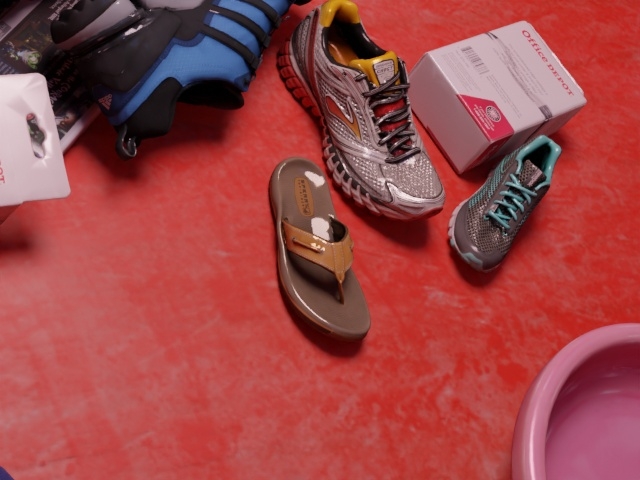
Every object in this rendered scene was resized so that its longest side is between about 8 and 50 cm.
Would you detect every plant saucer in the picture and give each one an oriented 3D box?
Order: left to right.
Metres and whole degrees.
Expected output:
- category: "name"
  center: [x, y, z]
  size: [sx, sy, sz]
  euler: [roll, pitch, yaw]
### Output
- category: "plant saucer"
  center: [0.290, 0.231, 1.034]
  size: [0.332, 0.084, 0.332]
  euler: [14, 53, -20]

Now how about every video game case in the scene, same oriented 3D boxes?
- category: "video game case"
  center: [-0.247, -0.163, 1.038]
  size: [0.173, 0.022, 0.190]
  euler: [35, 49, -4]

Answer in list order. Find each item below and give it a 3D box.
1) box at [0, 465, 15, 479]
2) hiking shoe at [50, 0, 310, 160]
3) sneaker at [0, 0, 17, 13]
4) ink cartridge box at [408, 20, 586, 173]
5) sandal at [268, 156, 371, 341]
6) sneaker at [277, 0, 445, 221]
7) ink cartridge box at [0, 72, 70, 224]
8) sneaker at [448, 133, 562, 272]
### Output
- category: "box"
  center: [-0.200, 0.241, 0.786]
  size: [0.225, 0.036, 0.136]
  euler: [47, 49, 3]
- category: "hiking shoe"
  center: [-0.090, -0.179, 1.079]
  size: [0.304, 0.113, 0.132]
  euler: [-31, 104, -37]
- category: "sneaker"
  center: [-0.272, -0.200, 0.986]
  size: [0.232, 0.081, 0.090]
  euler: [-20, 73, -30]
- category: "ink cartridge box"
  center: [0.169, -0.142, 1.225]
  size: [0.150, 0.063, 0.109]
  euler: [-23, 72, -38]
- category: "sandal"
  center: [0.000, 0.000, 1.048]
  size: [0.072, 0.049, 0.180]
  euler: [2, 59, -28]
- category: "sneaker"
  center: [0.041, -0.115, 1.118]
  size: [0.088, 0.093, 0.225]
  euler: [-21, 72, -37]
- category: "ink cartridge box"
  center: [-0.284, -0.061, 0.910]
  size: [0.181, 0.061, 0.104]
  euler: [-8, 78, -32]
- category: "sneaker"
  center: [0.172, -0.041, 1.152]
  size: [0.065, 0.076, 0.166]
  euler: [35, 50, -3]
